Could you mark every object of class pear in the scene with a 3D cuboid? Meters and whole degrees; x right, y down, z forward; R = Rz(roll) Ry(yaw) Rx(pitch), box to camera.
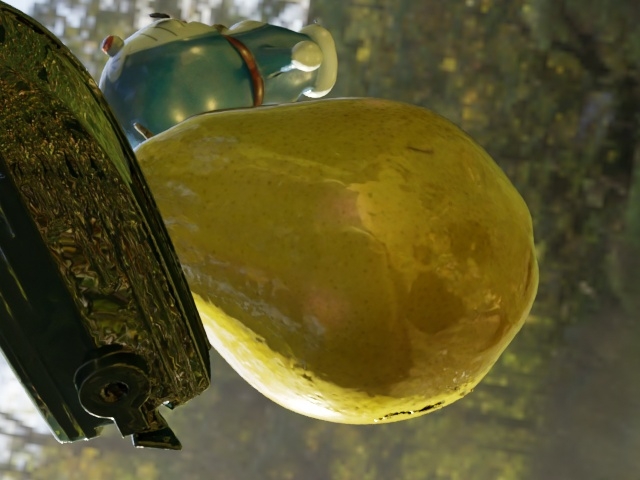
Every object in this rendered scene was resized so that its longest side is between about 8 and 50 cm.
[{"bbox_3d":[0.009,-0.002,1.333,0.285,0.336,0.285,-39,31,29],"label":"pear"}]

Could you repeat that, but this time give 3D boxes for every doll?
[{"bbox_3d":[-0.109,-0.171,1.713,0.257,0.215,0.161,-25,-84,-40],"label":"doll"}]

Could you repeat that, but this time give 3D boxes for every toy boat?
[{"bbox_3d":[-0.150,-0.016,0.904,0.122,0.114,0.296,-113,3,-51],"label":"toy boat"}]
